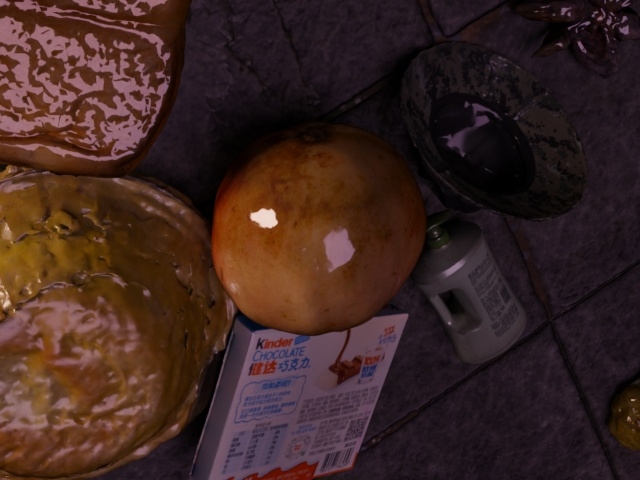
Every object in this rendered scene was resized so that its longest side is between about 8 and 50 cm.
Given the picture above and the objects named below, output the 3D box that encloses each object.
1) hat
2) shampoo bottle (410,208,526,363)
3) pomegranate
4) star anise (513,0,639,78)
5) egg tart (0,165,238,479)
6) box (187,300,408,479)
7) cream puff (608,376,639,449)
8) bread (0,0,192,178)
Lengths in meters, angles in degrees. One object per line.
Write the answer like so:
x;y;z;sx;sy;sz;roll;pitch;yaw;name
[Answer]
0.194;-0.108;1.260;0.265;0.265;0.128;-4;153;-23;hat
0.192;0.055;1.376;0.118;0.087;0.234;-36;124;-4;shampoo bottle
0.000;0.000;1.164;0.252;0.229;0.270;-50;144;-47;pomegranate
0.351;-0.308;1.269;0.212;0.073;0.197;9;114;-31;star anise
-0.287;0.121;1.134;0.443;0.178;0.443;-11;120;-20;egg tart
-0.027;0.210;1.335;0.273;0.048;0.265;-1;118;-42;box
0.553;0.292;1.649;0.146;0.116;0.146;-11;117;-22;cream puff
-0.293;-0.237;0.960;0.337;0.148;0.328;6;114;-18;bread
